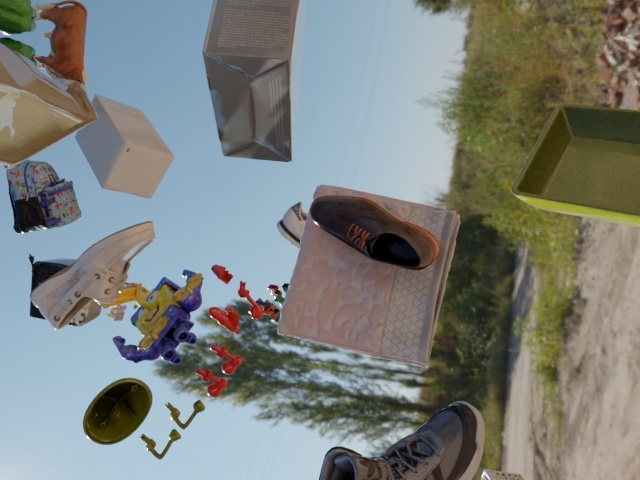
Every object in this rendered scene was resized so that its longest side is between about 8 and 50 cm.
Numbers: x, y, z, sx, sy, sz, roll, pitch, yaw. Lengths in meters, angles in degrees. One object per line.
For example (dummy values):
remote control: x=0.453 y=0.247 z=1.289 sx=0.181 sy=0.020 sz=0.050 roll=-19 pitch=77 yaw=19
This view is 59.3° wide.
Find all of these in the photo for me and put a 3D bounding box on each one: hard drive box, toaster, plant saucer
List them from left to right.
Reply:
toaster: x=-0.706 y=0.132 z=1.561 sx=0.110 sy=0.168 sz=0.186 roll=-27 pitch=-55 yaw=-76
hard drive box: x=-0.066 y=-0.239 z=0.664 sx=0.181 sy=0.089 sz=0.232 roll=96 pitch=179 yaw=-63
plant saucer: x=0.344 y=-0.082 z=0.653 sx=0.188 sy=0.188 sz=0.045 roll=-52 pitch=-39 yaw=-32

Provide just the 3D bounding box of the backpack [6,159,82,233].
backpack: x=-0.675 y=-0.116 z=1.364 sx=0.158 sy=0.117 sz=0.173 roll=-77 pitch=-23 yaw=-79

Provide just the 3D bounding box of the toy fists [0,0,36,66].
toy fists: x=-0.793 y=-0.517 z=1.424 sx=0.096 sy=0.142 sz=0.279 roll=-113 pitch=28 yaw=-76

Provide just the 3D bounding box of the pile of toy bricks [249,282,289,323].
pile of toy bricks: x=-0.080 y=0.197 z=1.518 sx=0.118 sy=0.212 sz=0.105 roll=-47 pitch=-53 yaw=-33

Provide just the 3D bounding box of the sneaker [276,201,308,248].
sneaker: x=0.000 y=0.000 z=1.469 sx=0.095 sy=0.235 sz=0.090 roll=-47 pitch=17 yaw=18

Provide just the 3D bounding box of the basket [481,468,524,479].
basket: x=0.468 y=0.662 z=1.386 sx=0.167 sy=0.103 sz=0.113 roll=-104 pitch=21 yaw=-76

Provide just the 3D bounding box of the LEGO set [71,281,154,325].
LEGO set: x=-0.473 y=0.143 z=1.349 sx=0.132 sy=0.107 sz=0.287 roll=-62 pitch=-30 yaw=-1

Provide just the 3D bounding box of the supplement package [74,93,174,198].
supplement package: x=-0.628 y=-0.297 z=1.791 sx=0.177 sy=0.293 sz=0.175 roll=12 pitch=-60 yaw=-49

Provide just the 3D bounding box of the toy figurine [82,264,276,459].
toy figurine: x=-0.280 y=0.183 z=1.043 sx=0.191 sy=0.217 sz=0.362 roll=36 pitch=-89 yaw=-35

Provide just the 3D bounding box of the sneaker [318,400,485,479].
sneaker: x=0.100 y=0.303 z=0.745 sx=0.268 sy=0.101 sz=0.153 roll=-45 pitch=-53 yaw=-5

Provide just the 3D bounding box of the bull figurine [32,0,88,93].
bull figurine: x=-0.811 y=-0.589 z=1.753 sx=0.101 sy=0.188 sz=0.310 roll=-141 pitch=59 yaw=-74

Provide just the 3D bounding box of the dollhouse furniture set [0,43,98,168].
dollhouse furniture set: x=-0.522 y=-0.327 z=0.781 sx=0.394 sy=0.362 sz=0.256 roll=62 pitch=-177 yaw=2

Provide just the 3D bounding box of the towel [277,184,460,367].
towel: x=0.097 y=0.063 z=1.140 sx=0.053 sy=0.317 sz=0.332 roll=57 pitch=-134 yaw=-68

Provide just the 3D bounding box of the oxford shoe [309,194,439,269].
oxford shoe: x=0.089 y=-0.020 z=1.073 sx=0.098 sy=0.271 sz=0.097 roll=-25 pitch=-48 yaw=-62

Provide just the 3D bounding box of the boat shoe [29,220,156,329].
boat shoe: x=-0.384 y=0.066 z=0.992 sx=0.096 sy=0.277 sz=0.098 roll=58 pitch=-162 yaw=4
